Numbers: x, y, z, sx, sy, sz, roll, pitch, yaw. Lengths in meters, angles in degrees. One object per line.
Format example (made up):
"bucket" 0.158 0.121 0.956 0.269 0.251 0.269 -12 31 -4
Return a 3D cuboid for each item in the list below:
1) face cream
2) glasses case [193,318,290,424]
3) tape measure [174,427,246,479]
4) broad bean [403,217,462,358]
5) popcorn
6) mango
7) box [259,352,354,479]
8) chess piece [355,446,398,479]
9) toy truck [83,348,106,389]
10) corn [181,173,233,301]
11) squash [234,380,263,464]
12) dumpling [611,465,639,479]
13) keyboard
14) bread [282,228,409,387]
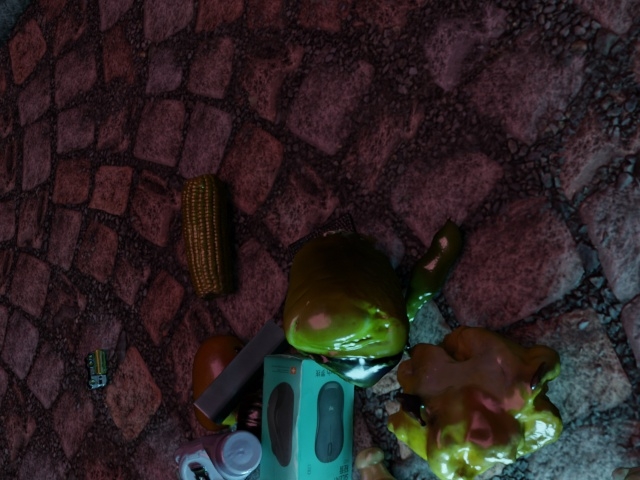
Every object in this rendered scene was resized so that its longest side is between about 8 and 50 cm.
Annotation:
"face cream" -0.208 0.492 1.499 0.154 0.096 0.274 52 150 5
"glasses case" -0.174 0.324 1.598 0.056 0.105 0.266 29 71 41
"tape measure" -0.273 0.582 1.686 0.196 0.105 0.178 -30 96 27
"broad bean" 0.232 0.103 1.429 0.098 0.056 0.318 19 101 31
"popcorn" 0.287 0.311 1.242 0.315 0.281 0.297 8 58 24
"mango" -0.249 0.370 1.710 0.175 0.139 0.255 7 97 43
"box" -0.025 0.410 1.489 0.118 0.205 0.311 -3 81 40
"chess piece" 0.139 0.596 1.405 0.139 0.124 0.307 119 138 -56
"toy truck" -0.710 0.406 2.102 0.052 0.062 0.123 -32 64 54
"corn" -0.308 -0.008 1.810 0.131 0.131 0.345 -17 75 35
"squash" -0.130 0.433 1.579 0.156 0.193 0.193 29 103 14
"dumpling" 0.570 0.434 1.092 0.199 0.118 0.136 -9 76 58
"keyboard" 0.000 0.000 1.642 0.204 0.013 0.061 -28 67 32
"bread" 0.057 0.125 1.372 0.251 0.376 0.208 29 110 -9
